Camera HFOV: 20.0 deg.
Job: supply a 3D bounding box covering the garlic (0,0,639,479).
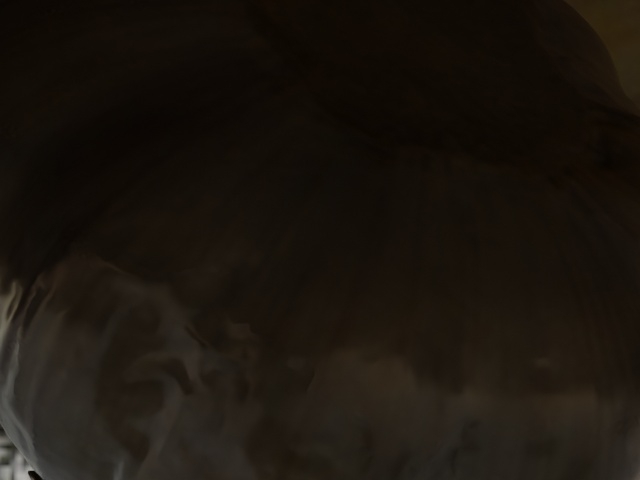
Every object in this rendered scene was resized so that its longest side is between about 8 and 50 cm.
[{"bbox_3d":[-0.002,0.003,0.494,0.227,0.228,0.152,2,138,-17],"label":"garlic"}]
